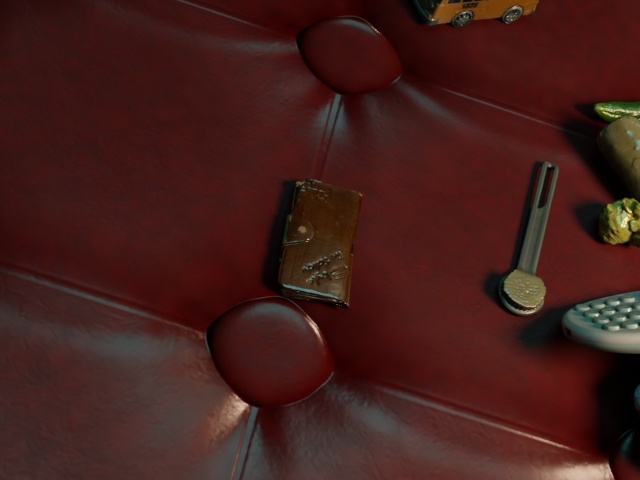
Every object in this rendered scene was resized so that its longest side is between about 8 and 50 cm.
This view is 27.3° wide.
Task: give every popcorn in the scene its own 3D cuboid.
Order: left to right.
[{"bbox_3d":[0.405,-0.019,1.747,0.083,0.059,0.068,40,93,21],"label":"popcorn"}]

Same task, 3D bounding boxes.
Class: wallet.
[{"bbox_3d":[0.000,0.000,1.625,0.095,0.026,0.176,14,53,-5],"label":"wallet"}]

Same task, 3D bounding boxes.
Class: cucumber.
[{"bbox_3d":[0.464,-0.182,1.891,0.168,0.039,0.039,1,56,-15],"label":"cucumber"}]

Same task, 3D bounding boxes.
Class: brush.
[{"bbox_3d":[0.281,-0.012,1.721,0.062,0.027,0.266,21,52,-3],"label":"brush"}]

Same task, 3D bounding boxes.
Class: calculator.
[{"bbox_3d":[0.442,0.096,1.620,0.295,0.042,0.184,-6,13,-10],"label":"calculator"}]

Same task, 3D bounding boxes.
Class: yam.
[{"bbox_3d":[0.502,-0.011,1.758,0.083,0.083,0.371,-22,67,-29],"label":"yam"}]

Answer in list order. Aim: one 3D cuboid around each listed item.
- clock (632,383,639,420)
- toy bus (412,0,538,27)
[{"bbox_3d":[0.466,0.205,1.582,0.231,0.103,0.144,-23,57,-31],"label":"clock"},{"bbox_3d":[0.230,-0.375,1.909,0.182,0.103,0.091,-9,59,-22],"label":"toy bus"}]
